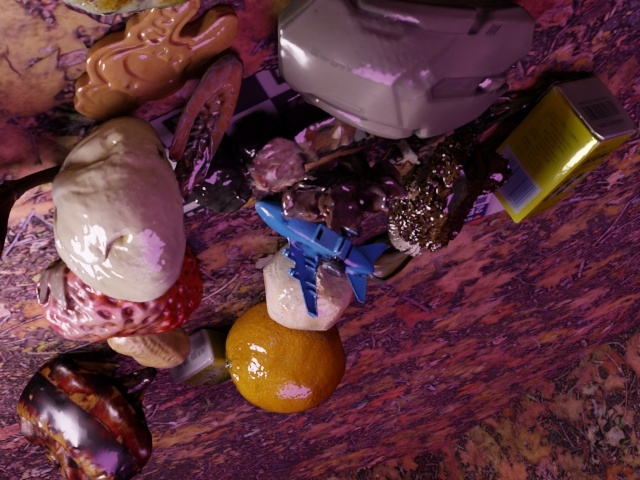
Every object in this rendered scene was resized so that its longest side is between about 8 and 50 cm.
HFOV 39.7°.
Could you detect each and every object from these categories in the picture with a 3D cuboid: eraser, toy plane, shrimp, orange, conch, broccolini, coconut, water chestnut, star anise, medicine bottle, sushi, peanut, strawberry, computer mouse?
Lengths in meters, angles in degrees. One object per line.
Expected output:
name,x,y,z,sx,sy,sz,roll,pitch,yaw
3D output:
eraser,0.272,-0.080,1.745,0.210,0.068,0.124,-17,152,-10
toy plane,0.000,0.000,1.583,0.271,0.254,0.105,33,162,-32
shrimp,-0.172,-0.138,1.192,0.251,0.052,0.143,-68,168,22
orange,-0.078,0.245,1.899,0.264,0.264,0.264,-18,155,-9
conch,0.136,0.035,1.860,0.201,0.079,0.095,-40,141,-2
broccolini,0.306,-0.231,1.523,0.201,0.058,0.074,-30,171,-20
coconut,-0.022,0.086,1.719,0.194,0.194,0.194,-18,155,-9
water chestnut,-0.453,0.352,1.809,0.300,0.300,0.300,-18,155,-9
star anise,0.035,-0.088,1.443,0.214,0.220,0.099,-13,109,-22
medicine bottle,0.417,-0.163,1.583,0.137,0.141,0.250,-16,157,-39
sushi,-0.074,-0.124,1.346,0.373,0.100,0.296,-23,155,3
peanut,-0.345,0.203,1.782,0.108,0.095,0.226,-32,153,12
medicine bottle,-0.238,0.269,2.007,0.132,0.088,0.188,-35,151,24
strawberry,-0.322,0.101,1.540,0.265,0.149,0.336,-34,153,21
computer mouse,0.133,-0.239,1.199,0.429,0.145,0.228,-1,133,-37

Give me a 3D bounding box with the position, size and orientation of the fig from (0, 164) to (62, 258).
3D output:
fig,-0.482,-0.028,1.176,0.321,0.217,0.217,-41,166,-31

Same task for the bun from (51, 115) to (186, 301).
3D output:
bun,-0.279,-0.032,1.182,0.160,0.259,0.259,-17,155,-23

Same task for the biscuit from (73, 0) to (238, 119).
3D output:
biscuit,-0.217,-0.227,1.114,0.236,0.040,0.144,-36,146,23

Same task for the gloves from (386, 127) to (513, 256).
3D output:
gloves,0.208,-0.080,1.508,0.210,0.135,0.312,-51,-179,-7

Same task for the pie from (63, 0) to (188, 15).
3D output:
pie,-0.164,-0.344,0.884,0.323,0.070,0.323,-20,158,-8
